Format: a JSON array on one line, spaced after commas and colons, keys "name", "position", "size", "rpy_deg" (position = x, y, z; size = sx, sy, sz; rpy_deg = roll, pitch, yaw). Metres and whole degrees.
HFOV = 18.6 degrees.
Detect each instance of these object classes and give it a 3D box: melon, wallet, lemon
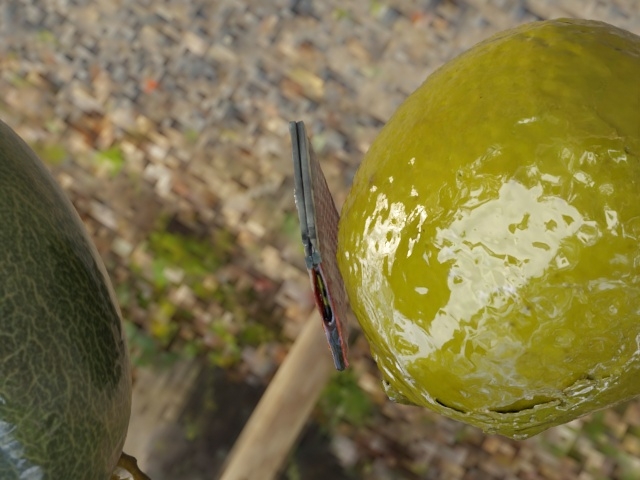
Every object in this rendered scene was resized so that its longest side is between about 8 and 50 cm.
[{"name": "melon", "position": [-0.237, 0.053, 1.127], "size": [0.237, 0.237, 0.302], "rpy_deg": [10, 127, 46]}, {"name": "wallet", "position": [0.000, 0.000, 1.425], "size": [0.020, 0.196, 0.103], "rpy_deg": [-16, 121, 6]}, {"name": "lemon", "position": [0.138, -0.004, 1.255], "size": [0.253, 0.253, 0.310], "rpy_deg": [37, 116, -18]}]

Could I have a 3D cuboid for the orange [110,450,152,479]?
[{"name": "orange", "position": [-0.211, 0.273, 1.790], "size": [0.160, 0.170, 0.112], "rpy_deg": [53, 127, 14]}]
